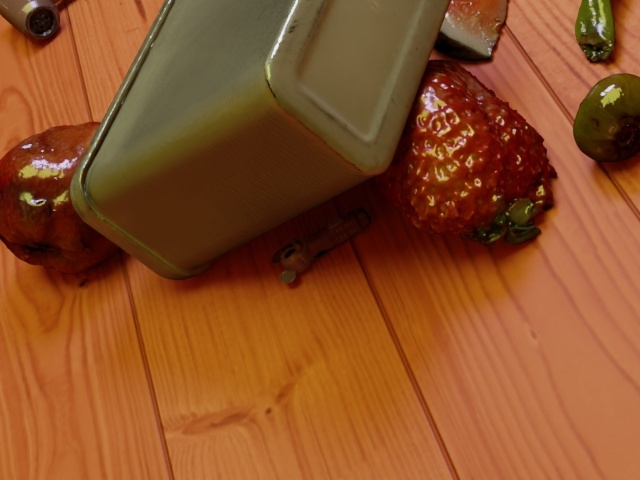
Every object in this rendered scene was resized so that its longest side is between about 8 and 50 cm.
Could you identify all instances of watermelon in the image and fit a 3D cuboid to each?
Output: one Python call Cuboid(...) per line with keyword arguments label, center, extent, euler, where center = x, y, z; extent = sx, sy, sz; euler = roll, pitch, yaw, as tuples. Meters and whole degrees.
Cuboid(label="watermelon", center=(0.155, -0.294, 1.506), extent=(0.119, 0.063, 0.245), euler=(-4, 49, 14))

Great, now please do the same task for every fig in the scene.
Cuboid(label="fig", center=(0.277, -0.123, 1.249), extent=(0.082, 0.084, 0.098), euler=(3, 36, -10))

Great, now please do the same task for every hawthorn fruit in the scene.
Cuboid(label="hawthorn fruit", center=(-0.288, -0.055, 1.496), extent=(0.179, 0.173, 0.173), euler=(-47, 43, -12))

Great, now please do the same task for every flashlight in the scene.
Cuboid(label="flashlight", center=(0.000, 0.000, 1.348), extent=(0.110, 0.031, 0.052), euler=(-32, 41, 4))

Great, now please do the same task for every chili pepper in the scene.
Cuboid(label="chili pepper", center=(0.307, -0.270, 1.389), extent=(0.201, 0.050, 0.052), euler=(-63, 12, -25))

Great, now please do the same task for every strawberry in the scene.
Cuboid(label="strawberry", center=(0.129, -0.103, 1.270), extent=(0.175, 0.106, 0.236), euler=(-26, 51, -13))

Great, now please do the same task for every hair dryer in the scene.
Cuboid(label="hair dryer", center=(-0.376, -0.367, 1.917), extent=(0.182, 0.064, 0.117), euler=(-39, 42, -12))

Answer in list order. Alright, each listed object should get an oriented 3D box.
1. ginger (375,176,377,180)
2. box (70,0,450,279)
Cuboid(label="ginger", center=(0.083, -0.098, 1.375), extent=(0.070, 0.051, 0.173), euler=(-9, 54, 9))
Cuboid(label="box", center=(-0.054, -0.172, 1.348), extent=(0.344, 0.177, 0.351), euler=(-24, 36, 48))
